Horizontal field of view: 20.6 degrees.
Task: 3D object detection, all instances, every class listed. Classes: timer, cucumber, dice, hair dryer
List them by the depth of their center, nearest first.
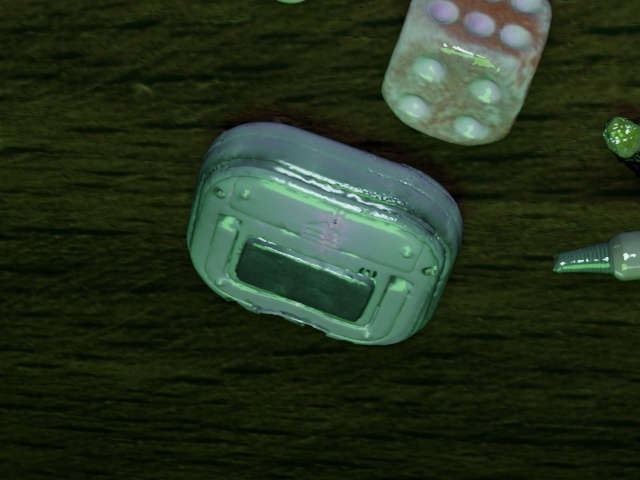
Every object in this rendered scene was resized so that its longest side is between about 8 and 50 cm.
[{"bbox_3d":[0.096,-0.126,1.164,0.093,0.094,0.091,19,144,0],"label":"dice"},{"bbox_3d":[0.279,-0.012,1.219,0.220,0.053,0.195,5,140,-3],"label":"hair dryer"},{"bbox_3d":[0.250,-0.044,1.242,0.135,0.034,0.033,34,119,-31],"label":"cucumber"},{"bbox_3d":[0.000,0.000,1.367,0.208,0.069,0.190,17,143,1],"label":"timer"}]

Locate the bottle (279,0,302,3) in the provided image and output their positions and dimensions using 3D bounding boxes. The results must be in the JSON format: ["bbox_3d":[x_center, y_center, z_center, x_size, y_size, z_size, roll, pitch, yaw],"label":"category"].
[{"bbox_3d":[-0.010,-0.195,1.124,0.045,0.096,0.045,12,139,11],"label":"bottle"}]
